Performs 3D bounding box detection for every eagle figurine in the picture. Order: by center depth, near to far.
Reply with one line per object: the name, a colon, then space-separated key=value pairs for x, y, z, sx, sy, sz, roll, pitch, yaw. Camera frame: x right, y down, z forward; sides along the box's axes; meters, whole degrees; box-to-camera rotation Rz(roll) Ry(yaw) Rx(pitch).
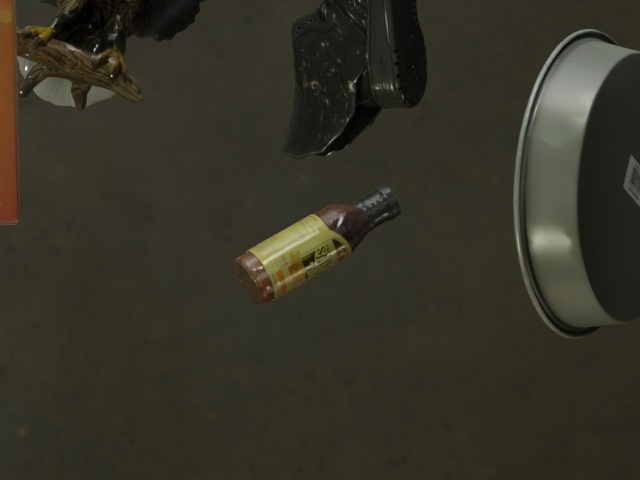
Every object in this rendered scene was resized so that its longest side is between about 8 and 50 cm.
eagle figurine: x=-0.179 y=-0.270 z=1.373 sx=0.225 sy=0.298 sz=0.226 roll=4 pitch=153 yaw=27

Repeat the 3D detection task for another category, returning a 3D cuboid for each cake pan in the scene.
cake pan: x=0.271 y=-0.051 z=1.413 sx=0.054 sy=0.293 sz=0.293 roll=4 pitch=126 yaw=35

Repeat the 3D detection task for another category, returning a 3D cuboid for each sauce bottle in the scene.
sauce bottle: x=0.000 y=0.000 z=1.085 sx=0.128 sy=0.042 sz=0.042 roll=-31 pitch=119 yaw=-17

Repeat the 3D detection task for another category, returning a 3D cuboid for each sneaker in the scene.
sneaker: x=0.016 y=-0.134 z=0.901 sx=0.089 sy=0.051 sz=0.170 roll=2 pitch=98 yaw=36

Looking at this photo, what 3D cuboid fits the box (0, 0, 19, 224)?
box: x=-0.320 y=-0.182 z=0.969 sx=0.215 sy=0.168 sz=0.345 roll=-4 pitch=98 yaw=-25
